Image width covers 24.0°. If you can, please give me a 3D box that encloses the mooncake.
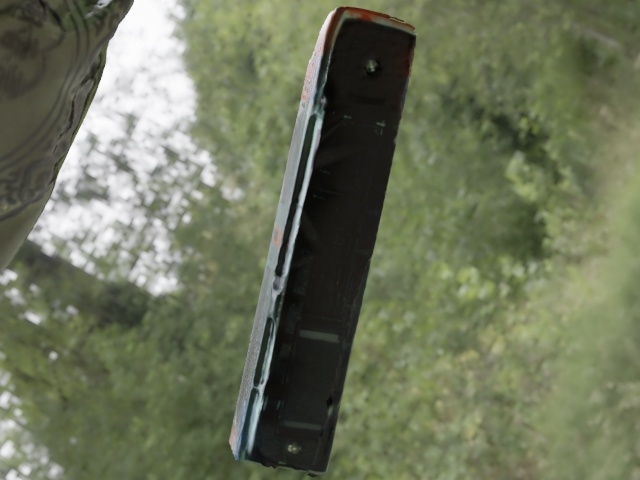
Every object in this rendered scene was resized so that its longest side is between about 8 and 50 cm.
[{"bbox_3d":[-0.266,-0.124,0.952,0.254,0.250,0.136,-64,18,-5],"label":"mooncake"}]

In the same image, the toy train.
[{"bbox_3d":[0.000,0.000,1.332,0.089,0.086,0.410,-143,64,-77],"label":"toy train"}]
